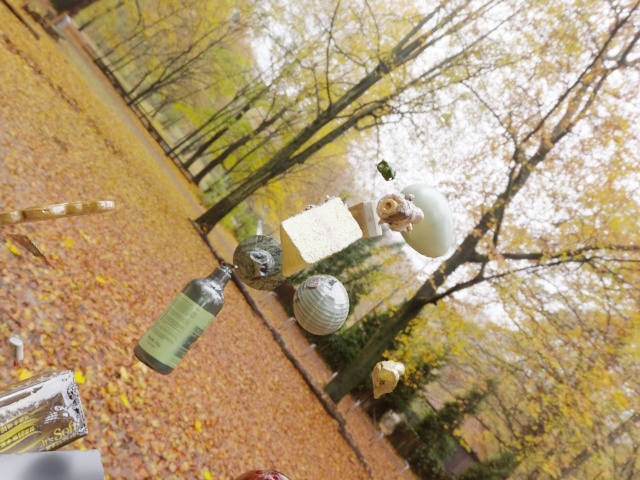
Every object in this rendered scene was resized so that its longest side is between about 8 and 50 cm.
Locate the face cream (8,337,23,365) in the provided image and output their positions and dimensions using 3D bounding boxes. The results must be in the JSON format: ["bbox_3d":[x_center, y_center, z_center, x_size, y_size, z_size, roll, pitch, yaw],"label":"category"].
[{"bbox_3d":[-0.798,0.294,1.144,0.040,0.083,0.021,24,25,12],"label":"face cream"}]

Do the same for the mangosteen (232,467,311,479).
[{"bbox_3d":[-0.084,0.557,0.852,0.258,0.215,0.215,8,27,-40],"label":"mangosteen"}]

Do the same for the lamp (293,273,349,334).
[{"bbox_3d":[0.007,0.248,1.746,0.233,0.233,0.265,51,21,1],"label":"lamp"}]

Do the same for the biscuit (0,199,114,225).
[{"bbox_3d":[-0.732,-0.080,1.199,0.186,0.295,0.044,-5,-84,55],"label":"biscuit"}]

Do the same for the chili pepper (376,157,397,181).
[{"bbox_3d":[0.209,-0.221,1.371,0.073,0.050,0.182,49,10,-4],"label":"chili pepper"}]

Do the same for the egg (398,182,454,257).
[{"bbox_3d":[0.343,-0.062,1.435,0.264,0.183,0.183,64,-10,-17],"label":"egg"}]

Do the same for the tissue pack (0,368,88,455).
[{"bbox_3d":[-0.857,0.506,1.175,0.370,0.198,0.210,-15,89,-54],"label":"tissue pack"}]

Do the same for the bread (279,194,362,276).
[{"bbox_3d":[0.000,0.000,1.225,0.142,0.266,0.178,32,-51,29],"label":"bread"}]

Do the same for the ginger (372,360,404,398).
[{"bbox_3d":[0.189,0.406,1.293,0.081,0.115,0.205,65,11,25],"label":"ginger"}]

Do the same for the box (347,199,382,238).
[{"bbox_3d":[0.161,-0.073,1.704,0.201,0.058,0.141,162,-82,-70],"label":"box"}]

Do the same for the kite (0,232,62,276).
[{"bbox_3d":[-0.851,0.015,1.276,0.222,0.008,0.125,37,-36,-3],"label":"kite"}]

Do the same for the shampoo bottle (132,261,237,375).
[{"bbox_3d":[-0.293,0.163,0.994,0.101,0.284,0.101,34,-16,11],"label":"shampoo bottle"}]

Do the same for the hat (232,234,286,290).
[{"bbox_3d":[-0.270,0.101,1.819,0.265,0.265,0.128,50,16,7],"label":"hat"}]

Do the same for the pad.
[{"bbox_3d":[-0.521,0.467,0.807,0.265,0.009,0.159,29,20,-50],"label":"pad"}]

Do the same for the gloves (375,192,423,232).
[{"bbox_3d":[0.194,-0.074,1.096,0.144,0.110,0.094,56,14,-71],"label":"gloves"}]
